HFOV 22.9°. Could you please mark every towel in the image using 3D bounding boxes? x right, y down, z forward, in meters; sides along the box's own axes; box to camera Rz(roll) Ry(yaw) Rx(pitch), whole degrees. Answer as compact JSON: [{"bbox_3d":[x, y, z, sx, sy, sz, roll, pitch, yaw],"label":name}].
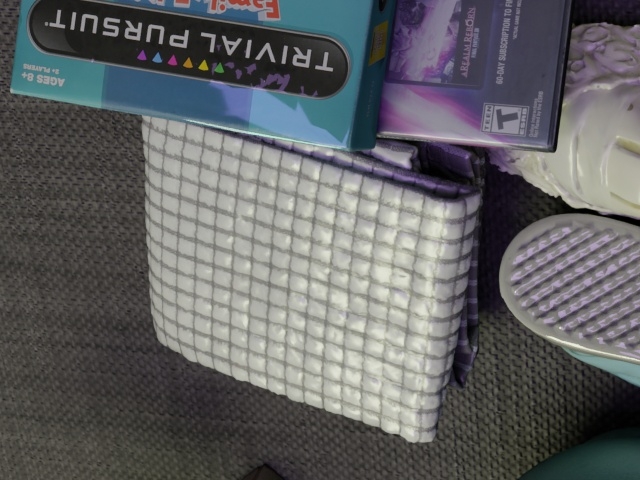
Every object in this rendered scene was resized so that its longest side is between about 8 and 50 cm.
[{"bbox_3d":[0.000,0.000,1.251,0.283,0.121,0.235,16,122,23],"label":"towel"}]

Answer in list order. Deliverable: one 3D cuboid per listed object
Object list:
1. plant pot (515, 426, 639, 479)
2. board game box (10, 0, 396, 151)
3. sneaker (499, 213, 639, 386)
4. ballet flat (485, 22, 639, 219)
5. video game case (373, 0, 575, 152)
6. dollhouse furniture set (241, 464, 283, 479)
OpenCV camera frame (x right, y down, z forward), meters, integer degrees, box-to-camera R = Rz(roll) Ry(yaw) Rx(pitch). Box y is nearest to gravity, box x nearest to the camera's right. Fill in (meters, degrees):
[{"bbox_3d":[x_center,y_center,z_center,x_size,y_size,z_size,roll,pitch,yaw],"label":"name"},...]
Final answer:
[{"bbox_3d":[0.258,0.275,1.281,0.293,0.196,0.293,9,120,15],"label":"plant pot"},{"bbox_3d":[-0.065,-0.248,1.091,0.253,0.079,0.336,10,97,14],"label":"board game box"},{"bbox_3d":[0.320,0.072,1.170,0.366,0.150,0.135,24,91,23],"label":"sneaker"},{"bbox_3d":[0.290,-0.060,1.117,0.409,0.147,0.147,12,122,14],"label":"ballet flat"},{"bbox_3d":[0.045,-0.172,1.141,0.274,0.026,0.196,6,85,16],"label":"video game case"},{"bbox_3d":[-0.137,0.421,1.388,0.362,0.394,0.256,43,124,-7],"label":"dollhouse furniture set"}]
